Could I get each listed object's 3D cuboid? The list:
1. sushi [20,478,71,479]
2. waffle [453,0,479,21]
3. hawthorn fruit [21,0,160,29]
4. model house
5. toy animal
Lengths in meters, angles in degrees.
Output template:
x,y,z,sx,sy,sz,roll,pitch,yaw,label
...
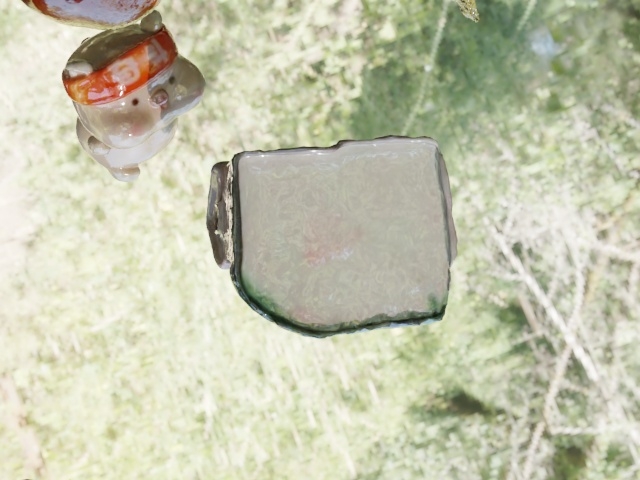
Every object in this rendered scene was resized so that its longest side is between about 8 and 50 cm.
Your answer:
x,y,z,sx,sy,sz,roll,pitch,yaw,label
-0.231,0.249,0.623,0.349,0.207,0.234,-12,-154,-20,sushi
0.123,-0.294,1.170,0.097,0.152,0.023,-31,-148,-26,waffle
-0.163,-0.206,0.743,0.125,0.125,0.140,-22,180,10,hawthorn fruit
0.000,0.000,1.201,0.237,0.202,0.237,-7,180,-12,model house
-0.233,-0.182,1.328,0.171,0.171,0.197,-18,158,-16,toy animal
